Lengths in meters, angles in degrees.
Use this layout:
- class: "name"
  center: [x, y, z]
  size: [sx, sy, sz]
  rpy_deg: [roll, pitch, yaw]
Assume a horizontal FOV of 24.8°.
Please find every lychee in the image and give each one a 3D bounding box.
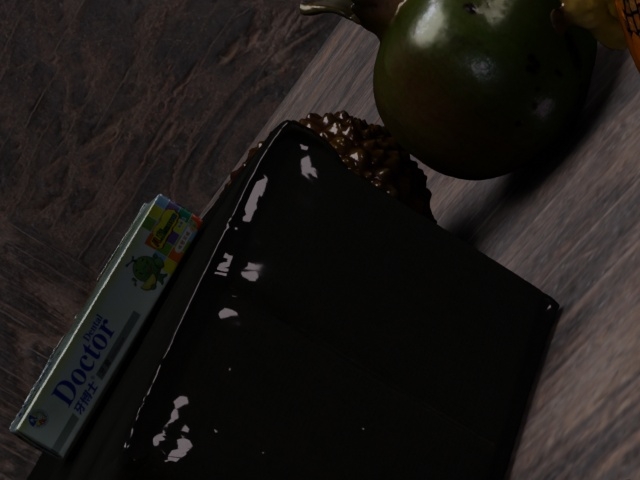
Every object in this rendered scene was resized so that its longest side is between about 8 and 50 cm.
- class: "lychee"
  center: [0.000, 0.000, 1.170]
  size: [0.200, 0.200, 0.238]
  rpy_deg: [-60, 7, -18]

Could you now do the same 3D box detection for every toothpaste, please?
- class: "toothpaste"
  center: [-0.125, 0.048, 0.853]
  size: [0.164, 0.034, 0.046]
  rpy_deg: [-60, 10, -15]

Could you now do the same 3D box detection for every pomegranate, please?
- class: "pomegranate"
  center: [0.094, -0.151, 1.087]
  size: [0.181, 0.224, 0.181]
  rpy_deg: [-59, 1, 1]

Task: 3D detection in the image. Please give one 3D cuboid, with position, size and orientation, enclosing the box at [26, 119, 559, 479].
- class: "box"
  center: [-0.053, 0.149, 0.896]
  size: [0.345, 0.204, 0.251]
  rpy_deg: [-47, 15, 48]

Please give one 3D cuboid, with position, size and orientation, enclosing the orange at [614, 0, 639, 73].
- class: "orange"
  center: [0.216, -0.129, 0.552]
  size: [0.234, 0.182, 0.234]
  rpy_deg: [-42, 11, 10]

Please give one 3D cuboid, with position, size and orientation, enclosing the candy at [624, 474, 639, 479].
- class: "candy"
  center: [0.048, 0.210, 0.579]
  size: [0.297, 0.081, 0.187]
  rpy_deg: [-41, 16, 25]

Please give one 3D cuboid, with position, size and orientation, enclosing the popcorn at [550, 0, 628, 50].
- class: "popcorn"
  center: [0.201, -0.192, 0.916]
  size: [0.152, 0.148, 0.167]
  rpy_deg: [-30, 0, 9]
